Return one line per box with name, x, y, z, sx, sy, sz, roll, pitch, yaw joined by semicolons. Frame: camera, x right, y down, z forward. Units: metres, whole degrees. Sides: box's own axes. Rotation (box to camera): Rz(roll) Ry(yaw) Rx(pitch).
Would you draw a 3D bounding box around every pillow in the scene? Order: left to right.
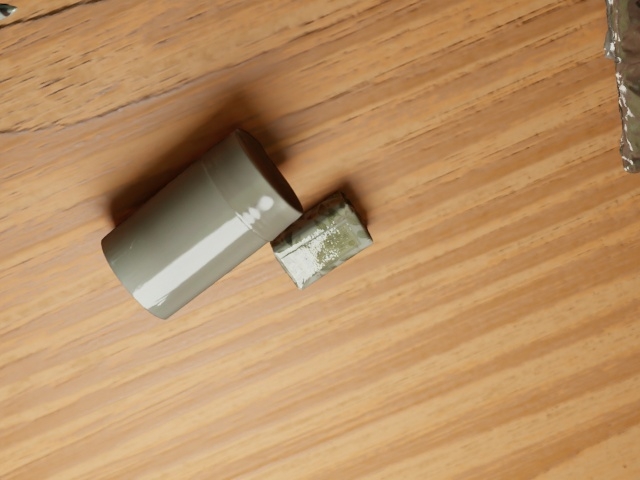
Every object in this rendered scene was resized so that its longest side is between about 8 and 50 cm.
pillow;0.357;-0.199;1.513;0.135;0.049;0.248;-13;110;-5

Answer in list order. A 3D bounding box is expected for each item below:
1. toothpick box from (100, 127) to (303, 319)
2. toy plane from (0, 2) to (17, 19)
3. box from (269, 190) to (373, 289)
toothpick box;-0.117;-0.016;1.478;0.181;0.111;0.111;-38;113;9
toy plane;-0.377;-0.195;1.372;0.234;0.082;0.160;-14;112;13
box;0.000;0.000;1.539;0.098;0.045;0.062;-32;113;4
